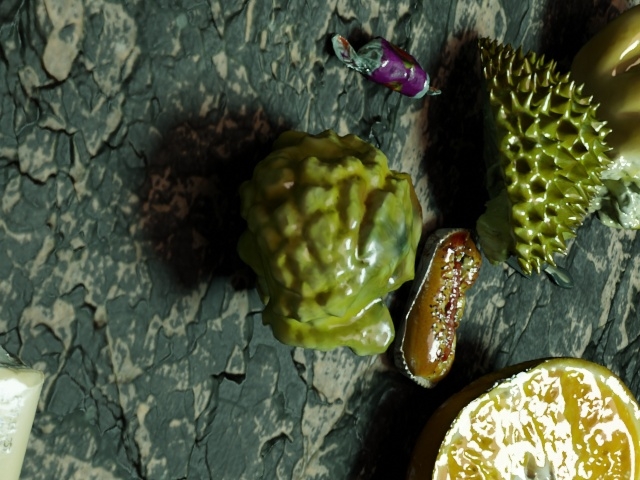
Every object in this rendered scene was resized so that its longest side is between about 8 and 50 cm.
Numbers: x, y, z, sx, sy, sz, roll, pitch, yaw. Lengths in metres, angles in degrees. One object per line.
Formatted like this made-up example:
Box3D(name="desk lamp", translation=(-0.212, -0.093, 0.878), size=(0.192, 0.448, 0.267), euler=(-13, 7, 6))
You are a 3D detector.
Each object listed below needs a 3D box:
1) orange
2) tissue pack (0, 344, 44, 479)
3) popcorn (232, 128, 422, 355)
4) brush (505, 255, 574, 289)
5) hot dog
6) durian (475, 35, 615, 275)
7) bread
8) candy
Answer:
Box3D(name="orange", translation=(0.249, 0.274, 1.473), size=(0.310, 0.274, 0.274), euler=(-21, 128, 4))
Box3D(name="tissue pack", translation=(-0.309, 0.176, 0.885), size=(0.186, 0.090, 0.222), euler=(12, 91, -49))
Box3D(name="popcorn", translation=(0.002, -0.001, 1.146), size=(0.218, 0.169, 0.189), euler=(-37, 137, -62))
Box3D(name="brush", translation=(0.291, 0.026, 1.629), size=(0.193, 0.016, 0.063), euler=(32, 77, -50))
Box3D(name="hot dog", translation=(0.138, 0.075, 1.428), size=(0.108, 0.059, 0.191), euler=(23, 80, -56))
Box3D(name="durian", translation=(0.236, -0.073, 1.420), size=(0.172, 0.166, 0.306), euler=(-42, 131, -30))
Box3D(name="bread", translation=(0.442, -0.156, 1.586), size=(0.315, 0.211, 0.270), euler=(35, 61, -59))
Box3D(name="candy", translation=(0.074, -0.180, 1.283), size=(0.043, 0.045, 0.175), euler=(-48, 148, 20))
